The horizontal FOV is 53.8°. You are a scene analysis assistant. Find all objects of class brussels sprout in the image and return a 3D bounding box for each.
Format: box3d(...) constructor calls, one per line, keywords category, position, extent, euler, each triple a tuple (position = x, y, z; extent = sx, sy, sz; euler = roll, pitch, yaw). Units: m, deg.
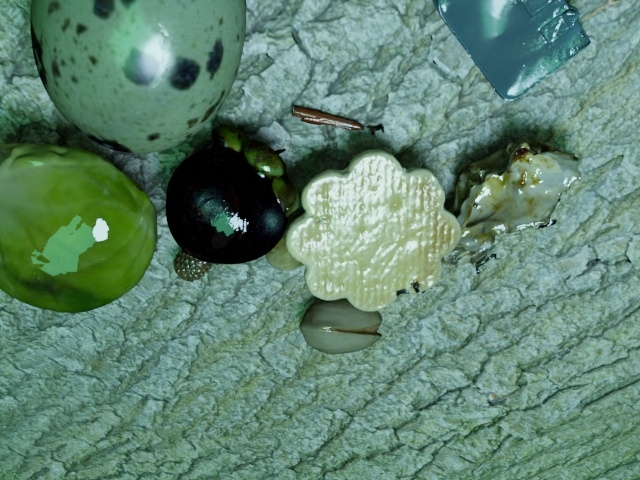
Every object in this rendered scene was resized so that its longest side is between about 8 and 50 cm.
box3d(category="brussels sprout", position=(-0.455, -0.033, 1.122), extent=(0.343, 0.268, 0.344), euler=(1, 106, 3))

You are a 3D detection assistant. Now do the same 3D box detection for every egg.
box3d(category="egg", position=(-0.244, -0.304, 0.878), extent=(0.287, 0.288, 0.379), euler=(22, 118, -16))

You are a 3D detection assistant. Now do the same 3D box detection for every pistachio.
box3d(category="pistachio", position=(0.045, 0.185, 1.358), extent=(0.184, 0.124, 0.125), euler=(-1, 128, -7))

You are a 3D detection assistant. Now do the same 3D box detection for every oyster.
box3d(category="oyster", position=(0.319, -0.058, 1.162), extent=(0.197, 0.133, 0.337), euler=(23, 128, -18))

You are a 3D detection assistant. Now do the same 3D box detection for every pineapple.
box3d(category="pineapple", position=(-0.222, 0.023, 1.271), extent=(0.159, 0.074, 0.074), euler=(-30, 122, 18))

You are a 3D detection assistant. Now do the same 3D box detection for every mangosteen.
box3d(category="mangosteen", position=(-0.153, -0.075, 1.112), extent=(0.242, 0.243, 0.243), euler=(0, 128, 0))

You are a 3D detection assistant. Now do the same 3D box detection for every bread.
box3d(category="bread", position=(0.092, -0.010, 1.128), extent=(0.315, 0.054, 0.316), euler=(-2, 114, -5))

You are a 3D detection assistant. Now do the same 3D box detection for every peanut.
box3d(category="peanut", position=(0.000, 0.000, 1.221), extent=(0.236, 0.110, 0.120), euler=(-18, 120, 12))

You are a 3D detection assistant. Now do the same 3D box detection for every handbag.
box3d(category="handbag", position=(0.298, -0.352, 0.980), extent=(0.179, 0.062, 0.229), euler=(-37, 119, 22))

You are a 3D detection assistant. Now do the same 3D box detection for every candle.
box3d(category="candle", position=(0.031, -0.209, 1.116), extent=(0.167, 0.021, 0.026), euler=(11, 107, -7))
